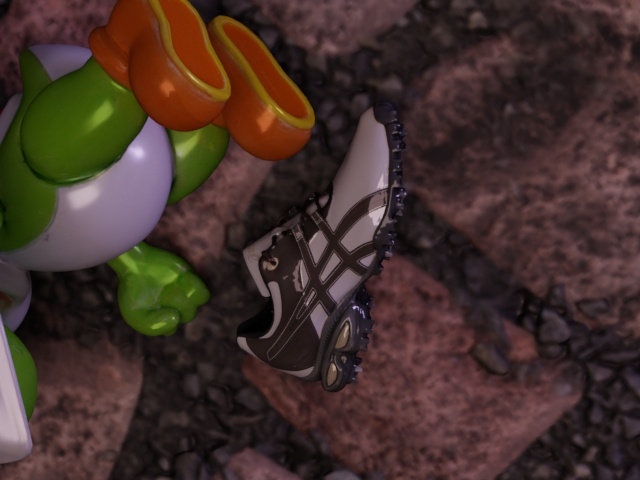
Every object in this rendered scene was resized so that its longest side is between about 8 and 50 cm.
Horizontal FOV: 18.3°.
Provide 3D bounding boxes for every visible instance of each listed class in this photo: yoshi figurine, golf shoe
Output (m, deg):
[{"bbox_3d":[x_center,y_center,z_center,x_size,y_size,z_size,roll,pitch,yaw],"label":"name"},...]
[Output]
[{"bbox_3d":[-0.172,0.018,1.245,0.362,0.203,0.203,-39,106,19],"label":"yoshi figurine"},{"bbox_3d":[0.000,0.000,1.275,0.094,0.077,0.198,14,106,-3],"label":"golf shoe"}]

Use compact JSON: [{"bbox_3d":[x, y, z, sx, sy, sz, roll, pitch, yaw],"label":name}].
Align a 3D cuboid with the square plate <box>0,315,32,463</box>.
[{"bbox_3d":[-0.327,-0.018,1.194,0.344,0.049,0.347,-12,94,47],"label":"square plate"}]
